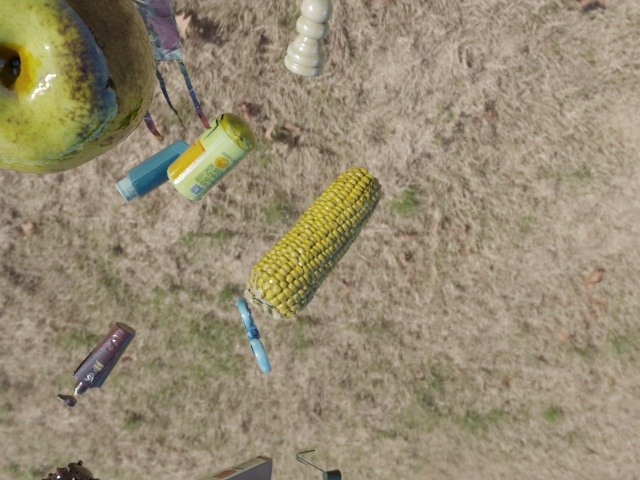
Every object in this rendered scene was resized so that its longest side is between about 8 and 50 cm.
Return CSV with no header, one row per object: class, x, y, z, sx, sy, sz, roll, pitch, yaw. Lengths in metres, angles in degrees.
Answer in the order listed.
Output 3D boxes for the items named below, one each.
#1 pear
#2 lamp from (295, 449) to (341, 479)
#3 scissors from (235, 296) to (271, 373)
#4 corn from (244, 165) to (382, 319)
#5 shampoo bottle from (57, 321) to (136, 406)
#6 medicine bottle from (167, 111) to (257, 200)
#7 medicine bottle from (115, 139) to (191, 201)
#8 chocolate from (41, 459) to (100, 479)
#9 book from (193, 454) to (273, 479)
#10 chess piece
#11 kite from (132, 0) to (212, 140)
pear,-0.245,-0.157,0.477,0.197,0.197,0.197,-1,132,-1
lamp,-0.006,0.549,1.336,0.054,0.121,0.041,18,87,-38
scissors,-0.156,0.253,1.347,0.032,0.180,0.393,-19,162,-9
corn,0.000,0.000,0.856,0.106,0.293,0.106,36,159,16
shampoo bottle,-0.561,0.313,1.388,0.068,0.067,0.236,35,87,12
medicine bottle,-0.269,-0.215,1.392,0.239,0.124,0.124,-41,122,17
medicine bottle,-0.455,-0.196,1.588,0.258,0.124,0.079,-34,154,-12
chocolate,-0.444,0.446,0.954,0.156,0.156,0.133,20,112,-18
book,-0.208,0.482,0.741,0.039,0.300,0.428,9,176,27
chess piece,-0.019,-0.460,1.219,0.094,0.094,0.170,10,132,-10
kite,-0.344,-0.371,1.101,0.204,0.360,0.022,-19,177,-37
